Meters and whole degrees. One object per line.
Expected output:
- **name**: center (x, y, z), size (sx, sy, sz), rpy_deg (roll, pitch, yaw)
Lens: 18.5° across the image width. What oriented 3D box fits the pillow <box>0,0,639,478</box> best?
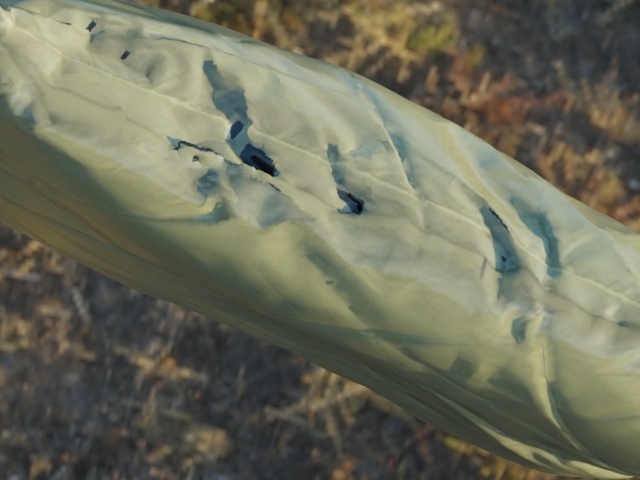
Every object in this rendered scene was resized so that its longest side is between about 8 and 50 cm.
- **pillow**: center (-0.001, -0.001, 0.616), size (0.280, 0.274, 0.076), rpy_deg (26, 82, -8)
